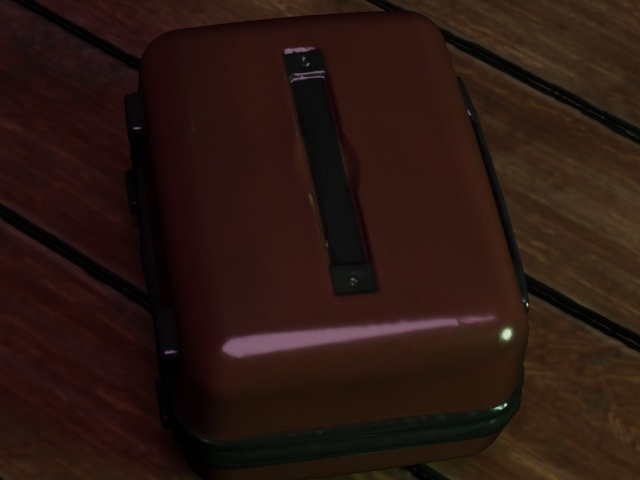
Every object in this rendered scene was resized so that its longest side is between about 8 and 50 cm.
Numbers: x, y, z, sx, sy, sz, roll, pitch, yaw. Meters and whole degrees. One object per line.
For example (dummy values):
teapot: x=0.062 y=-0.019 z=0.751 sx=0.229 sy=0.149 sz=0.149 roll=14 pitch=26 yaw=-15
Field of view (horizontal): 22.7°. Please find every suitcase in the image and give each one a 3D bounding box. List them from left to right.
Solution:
suitcase: x=0.000 y=0.000 z=1.037 sx=0.236 sy=0.161 sz=0.297 roll=-6 pitch=54 yaw=-10
